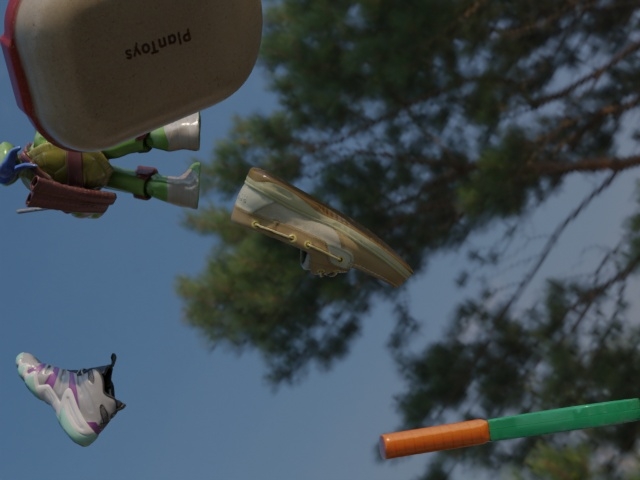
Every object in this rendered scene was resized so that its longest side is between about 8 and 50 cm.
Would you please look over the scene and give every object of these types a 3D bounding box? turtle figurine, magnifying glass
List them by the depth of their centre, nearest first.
[{"bbox_3d":[0.165,0.162,1.012,0.092,0.230,0.026,128,136,-77],"label":"magnifying glass"},{"bbox_3d":[-0.289,-0.127,1.532,0.274,0.266,0.198,-176,88,-85],"label":"turtle figurine"}]

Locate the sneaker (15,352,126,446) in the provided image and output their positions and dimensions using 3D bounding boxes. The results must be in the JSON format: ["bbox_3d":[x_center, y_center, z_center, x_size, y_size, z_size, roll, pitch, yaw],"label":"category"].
[{"bbox_3d":[-0.195,0.111,0.950,0.069,0.098,0.038,-43,-17,-7],"label":"sneaker"}]

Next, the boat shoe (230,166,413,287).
[{"bbox_3d":[0.000,0.000,0.807,0.045,0.135,0.050,-58,13,7],"label":"boat shoe"}]

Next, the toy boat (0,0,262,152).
[{"bbox_3d":[-0.163,-0.174,0.966,0.231,0.151,0.151,-26,-58,-32],"label":"toy boat"}]
